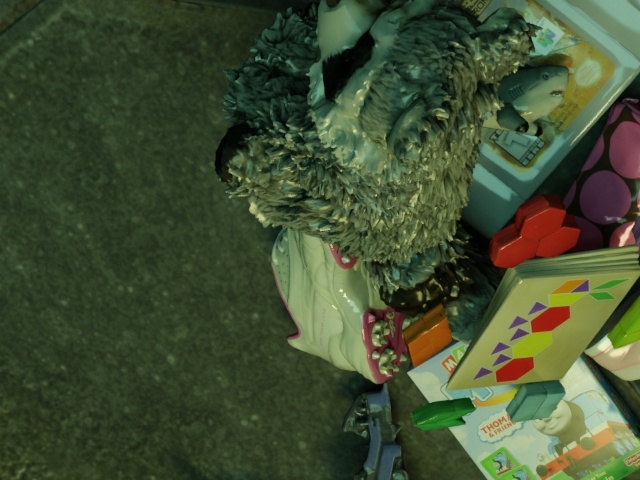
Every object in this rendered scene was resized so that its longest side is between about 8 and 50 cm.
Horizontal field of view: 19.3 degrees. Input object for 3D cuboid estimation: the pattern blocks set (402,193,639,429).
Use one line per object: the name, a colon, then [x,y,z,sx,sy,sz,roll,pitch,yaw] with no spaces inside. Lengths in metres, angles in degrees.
pattern blocks set: [0.203,0.070,1.711,0.285,0.026,0.325,3,139,-35]

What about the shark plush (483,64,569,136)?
shark plush: [0.149,-0.139,1.742,0.161,0.073,0.067,11,94,30]

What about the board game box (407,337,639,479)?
board game box: [0.213,0.170,1.892,0.160,0.039,0.211,-33,100,22]

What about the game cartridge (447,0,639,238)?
game cartridge: [0.176,-0.166,1.765,0.198,0.062,0.297,36,114,-7]

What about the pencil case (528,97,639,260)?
pencil case: [0.275,-0.038,1.774,0.098,0.095,0.209,36,113,19]

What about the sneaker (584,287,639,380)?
sneaker: [0.326,0.085,1.830,0.070,0.051,0.134,43,113,-11]

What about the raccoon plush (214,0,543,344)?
raccoon plush: [0.124,-0.064,1.609,0.446,0.299,0.216,33,75,-35]

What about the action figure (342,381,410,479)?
action figure: [0.028,0.323,1.959,0.330,0.178,0.341,0,81,6]

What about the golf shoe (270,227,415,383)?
golf shoe: [0.000,0.000,1.819,0.140,0.115,0.306,8,122,33]
